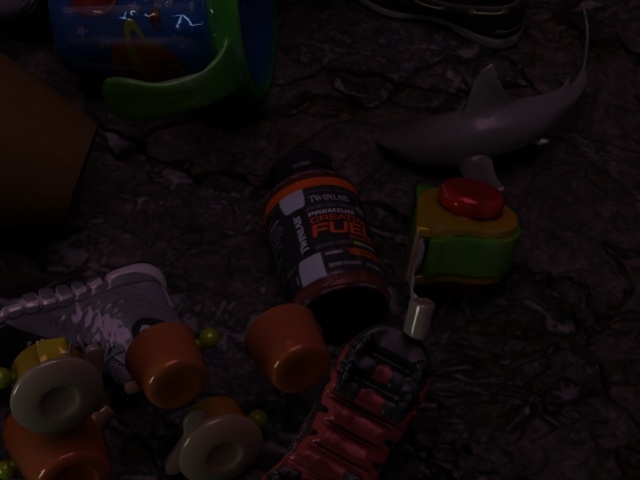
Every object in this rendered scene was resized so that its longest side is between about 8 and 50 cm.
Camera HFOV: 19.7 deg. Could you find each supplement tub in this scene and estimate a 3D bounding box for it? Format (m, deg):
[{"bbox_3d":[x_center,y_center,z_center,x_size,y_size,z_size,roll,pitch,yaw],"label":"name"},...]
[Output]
[{"bbox_3d":[0.000,0.000,1.910,0.106,0.106,0.198,-10,54,-10],"label":"supplement tub"}]

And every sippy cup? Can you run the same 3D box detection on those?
[{"bbox_3d":[-0.177,-0.268,2.048,0.224,0.240,0.305,-1,11,10],"label":"sippy cup"}]

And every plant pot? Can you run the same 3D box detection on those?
[{"bbox_3d":[-0.370,-0.107,1.923,0.254,0.237,0.237,19,53,-4],"label":"plant pot"}]

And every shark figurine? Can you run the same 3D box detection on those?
[{"bbox_3d":[0.209,-0.156,2.006,0.278,0.116,0.166,-26,34,-14],"label":"shark figurine"}]

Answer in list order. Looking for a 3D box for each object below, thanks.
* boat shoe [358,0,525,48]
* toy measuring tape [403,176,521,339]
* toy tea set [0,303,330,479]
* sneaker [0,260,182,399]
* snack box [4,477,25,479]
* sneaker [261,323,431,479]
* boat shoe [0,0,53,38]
[{"bbox_3d":[0.133,-0.297,2.162,0.227,0.069,0.081,20,55,12],"label":"boat shoe"},{"bbox_3d":[0.144,0.020,1.851,0.121,0.121,0.330,5,23,2],"label":"toy measuring tape"},{"bbox_3d":[-0.157,0.137,1.755,0.336,0.200,0.124,-7,38,-22],"label":"toy tea set"},{"bbox_3d":[-0.237,0.111,1.833,0.228,0.086,0.132,-22,59,-19],"label":"sneaker"},{"bbox_3d":[-0.220,0.269,1.750,0.178,0.022,0.064,8,51,5],"label":"snack box"},{"bbox_3d":[0.013,0.211,1.759,0.097,0.135,0.276,31,80,5],"label":"sneaker"},{"bbox_3d":[-0.347,-0.384,2.178,0.121,0.119,0.335,-12,61,24],"label":"boat shoe"}]
